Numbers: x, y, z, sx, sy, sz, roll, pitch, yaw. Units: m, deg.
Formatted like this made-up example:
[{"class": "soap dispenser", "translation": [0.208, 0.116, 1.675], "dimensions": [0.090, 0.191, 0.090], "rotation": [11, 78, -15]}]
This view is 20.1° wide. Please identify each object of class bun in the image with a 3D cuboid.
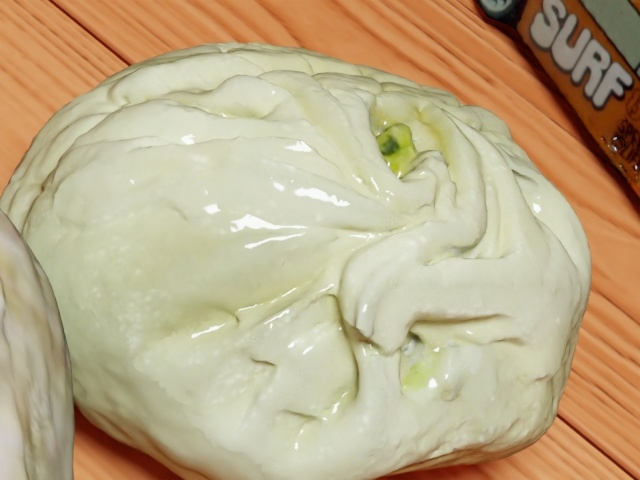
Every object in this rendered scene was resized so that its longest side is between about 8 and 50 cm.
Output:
[{"class": "bun", "translation": [0.000, 0.000, 0.685], "dimensions": [0.229, 0.145, 0.229], "rotation": [18, 45, -20]}]

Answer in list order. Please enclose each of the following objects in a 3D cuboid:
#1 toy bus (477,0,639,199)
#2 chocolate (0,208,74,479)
[{"class": "toy bus", "translation": [0.189, -0.064, 0.894], "dimensions": [0.093, 0.092, 0.408], "rotation": [-9, 55, -37]}, {"class": "chocolate", "translation": [-0.127, 0.089, 0.550], "dimensions": [0.134, 0.134, 0.309], "rotation": [1, 47, -27]}]
